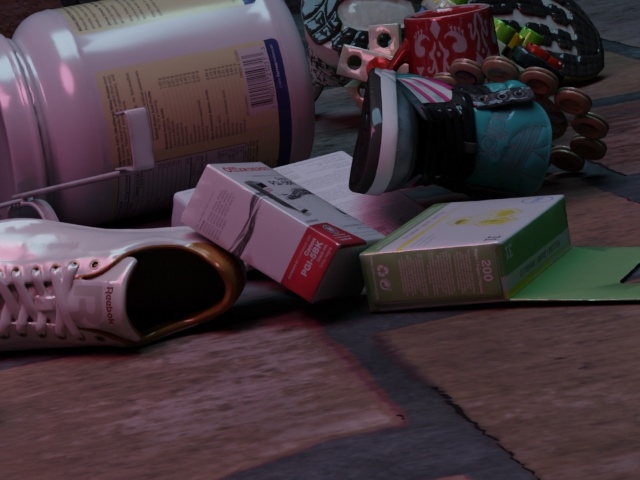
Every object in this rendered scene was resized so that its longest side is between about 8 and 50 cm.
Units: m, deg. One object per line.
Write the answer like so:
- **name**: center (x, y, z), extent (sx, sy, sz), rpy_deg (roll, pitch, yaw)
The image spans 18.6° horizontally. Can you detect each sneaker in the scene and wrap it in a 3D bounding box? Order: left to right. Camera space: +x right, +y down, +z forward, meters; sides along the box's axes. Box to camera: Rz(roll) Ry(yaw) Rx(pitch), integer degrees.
- **sneaker**: center (-0.204, 0.035, 1.554), extent (0.290, 0.106, 0.123), rpy_deg (-8, 10, -4)
- **sneaker**: center (0.160, -0.248, 2.514), extent (0.410, 0.158, 0.182), rpy_deg (4, -25, -12)
- **sneaker**: center (0.122, -0.087, 1.778), extent (0.178, 0.123, 0.295), rpy_deg (10, 13, 2)

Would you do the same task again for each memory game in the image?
- **memory game**: center (0.193, -0.120, 1.905), extent (0.186, 0.186, 0.012), rpy_deg (1, 56, 38)

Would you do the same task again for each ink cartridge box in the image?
- **ink cartridge box**: center (-0.029, -0.009, 1.572), extent (0.135, 0.056, 0.099), rpy_deg (31, 16, 20)
- **ink cartridge box**: center (0.000, 0.000, 1.757), extent (0.189, 0.066, 0.232), rpy_deg (-15, 35, -28)
- **ink cartridge box**: center (0.171, 0.007, 1.550), extent (0.235, 0.056, 0.171), rpy_deg (-5, 12, 26)

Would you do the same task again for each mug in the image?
- **mug**: center (0.129, -0.151, 2.021), extent (0.150, 0.169, 0.113), rpy_deg (-16, 15, -30)

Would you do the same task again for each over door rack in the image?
- **over door rack**: center (-0.310, -0.005, 1.749), extent (0.239, 0.108, 0.324), rpy_deg (-16, -7, -32)

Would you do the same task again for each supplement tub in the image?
- **supplement tub**: center (-0.193, -0.144, 2.065), extent (0.325, 0.235, 0.235), rpy_deg (-13, 13, -19)

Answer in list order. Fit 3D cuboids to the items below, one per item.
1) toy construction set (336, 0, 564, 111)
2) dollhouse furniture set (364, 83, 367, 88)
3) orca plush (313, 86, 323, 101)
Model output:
- **toy construction set**: center (0.157, -0.207, 2.208), extent (0.215, 0.151, 0.328), rpy_deg (34, 23, 13)
- **dollhouse furniture set**: center (0.126, -0.180, 2.415), extent (0.152, 0.058, 0.076), rpy_deg (-17, 15, -32)
- **orca plush**: center (-0.120, -0.156, 2.507), extent (0.151, 0.102, 0.287), rpy_deg (42, 44, 12)
